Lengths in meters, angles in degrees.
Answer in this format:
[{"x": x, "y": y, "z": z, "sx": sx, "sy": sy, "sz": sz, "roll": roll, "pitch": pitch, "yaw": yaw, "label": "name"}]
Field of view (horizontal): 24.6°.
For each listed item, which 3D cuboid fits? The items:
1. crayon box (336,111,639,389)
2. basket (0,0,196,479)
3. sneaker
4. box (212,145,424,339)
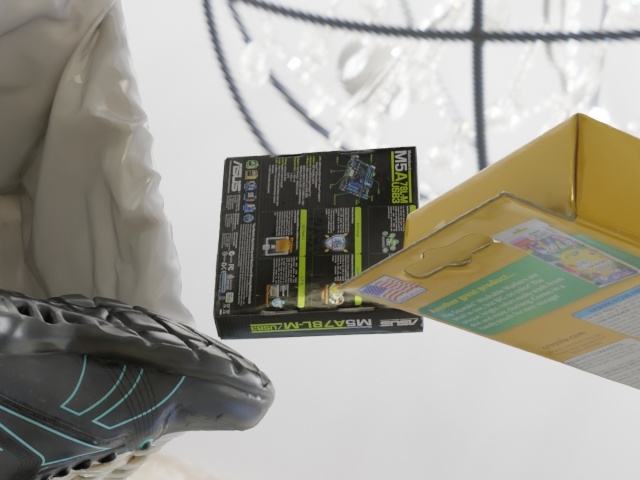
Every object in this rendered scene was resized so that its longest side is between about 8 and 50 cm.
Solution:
[{"x": 0.202, "y": 0.016, "z": 1.028, "sx": 0.323, "sy": 0.083, "sz": 0.203, "roll": 19, "pitch": -27, "yaw": -25, "label": "crayon box"}, {"x": -0.286, "y": 0.029, "z": 0.982, "sx": 0.328, "sy": 0.331, "sz": 0.266, "roll": -5, "pitch": -24, "yaw": -23, "label": "basket"}, {"x": -0.147, "y": 0.081, "z": 0.787, "sx": 0.267, "sy": 0.101, "sz": 0.106, "roll": 14, "pitch": -85, "yaw": -34, "label": "sneaker"}, {"x": 0.000, "y": 0.000, "z": 1.321, "sx": 0.184, "sy": 0.191, "sz": 0.045, "roll": -2, "pitch": -39, "yaw": 3, "label": "box"}]
